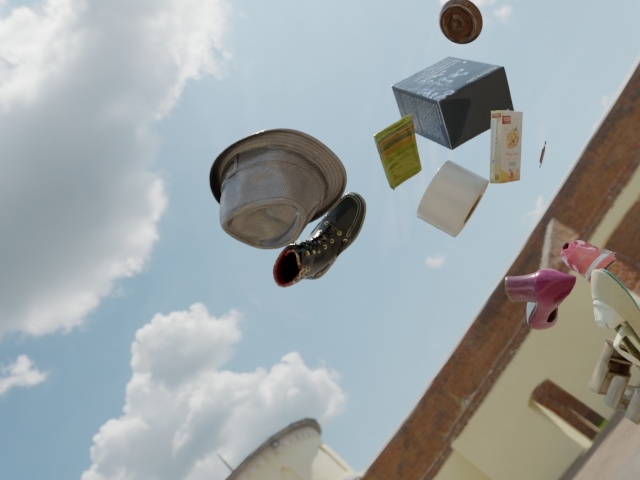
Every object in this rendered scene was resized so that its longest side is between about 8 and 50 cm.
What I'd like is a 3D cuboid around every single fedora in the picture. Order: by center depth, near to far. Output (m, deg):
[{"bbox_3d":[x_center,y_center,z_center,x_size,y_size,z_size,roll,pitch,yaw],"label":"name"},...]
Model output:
[{"bbox_3d":[-0.091,-0.071,1.047,0.244,0.276,0.124,41,-137,-36],"label":"fedora"}]

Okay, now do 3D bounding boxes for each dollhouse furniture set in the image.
[{"bbox_3d":[0.897,0.399,1.555,0.212,0.242,0.160,16,-83,-20],"label":"dollhouse furniture set"}]

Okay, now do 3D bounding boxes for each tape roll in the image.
[{"bbox_3d":[0.492,-0.156,2.078,0.246,0.169,0.246,-51,-19,-25],"label":"tape roll"}]

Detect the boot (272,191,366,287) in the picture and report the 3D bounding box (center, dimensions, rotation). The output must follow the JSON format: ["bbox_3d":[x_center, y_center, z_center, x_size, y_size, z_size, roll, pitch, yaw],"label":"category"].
[{"bbox_3d":[0.001,0.002,1.210,0.236,0.085,0.179,-56,-16,19],"label":"boot"}]

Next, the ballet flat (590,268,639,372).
[{"bbox_3d":[0.603,0.170,1.111,0.086,0.248,0.086,-39,6,5],"label":"ballet flat"}]

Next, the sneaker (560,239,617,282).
[{"bbox_3d":[0.772,0.043,1.627,0.115,0.136,0.314,-55,-20,12],"label":"sneaker"}]

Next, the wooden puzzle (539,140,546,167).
[{"bbox_3d":[0.679,-0.263,1.706,0.049,0.006,0.083,8,-85,-66],"label":"wooden puzzle"}]

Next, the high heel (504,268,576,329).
[{"bbox_3d":[0.675,0.181,1.596,0.377,0.182,0.127,27,-117,-49],"label":"high heel"}]

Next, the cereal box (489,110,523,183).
[{"bbox_3d":[0.631,-0.318,1.894,0.173,0.047,0.240,-13,-74,-47],"label":"cereal box"}]

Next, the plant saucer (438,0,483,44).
[{"bbox_3d":[0.489,-0.768,1.971,0.029,0.169,0.168,-50,-25,-33],"label":"plant saucer"}]

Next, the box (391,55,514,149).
[{"bbox_3d":[0.516,-0.557,2.221,0.294,0.395,0.211,-29,-60,-7],"label":"box"}]

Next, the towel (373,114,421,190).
[{"bbox_3d":[0.199,-0.212,1.386,0.102,0.021,0.237,-31,-30,1],"label":"towel"}]
